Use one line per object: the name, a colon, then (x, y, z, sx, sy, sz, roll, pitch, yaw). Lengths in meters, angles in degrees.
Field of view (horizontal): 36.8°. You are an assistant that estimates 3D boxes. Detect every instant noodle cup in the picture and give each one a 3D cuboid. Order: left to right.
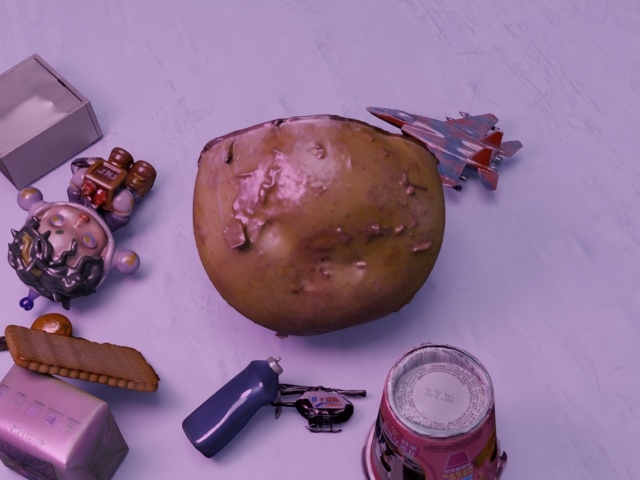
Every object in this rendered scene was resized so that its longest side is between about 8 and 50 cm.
instant noodle cup: (0.181, 0.295, 1.519, 0.244, 0.255, 0.243, -1, 54, 2)

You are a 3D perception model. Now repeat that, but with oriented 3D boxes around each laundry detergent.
laundry detergent: (-0.141, 0.276, 1.652, 0.206, 0.061, 0.097, -42, 30, -6)

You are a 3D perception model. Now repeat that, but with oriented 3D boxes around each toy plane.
toy plane: (-0.020, 0.287, 1.674, 0.197, 0.053, 0.078, 2, 46, 6)
toy plane: (0.239, -0.208, 1.982, 0.326, 0.104, 0.223, 21, 57, 25)

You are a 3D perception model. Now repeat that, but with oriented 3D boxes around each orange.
orange: (-0.501, 0.173, 1.789, 0.085, 0.085, 0.085, -3, 53, 4)

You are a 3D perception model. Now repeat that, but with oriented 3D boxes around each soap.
soap: (-0.445, 0.325, 1.604, 0.199, 0.182, 0.138, 22, 58, 19)

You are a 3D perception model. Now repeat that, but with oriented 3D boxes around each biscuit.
biscuit: (-0.412, 0.206, 1.664, 0.255, 0.029, 0.172, 15, 8, -28)

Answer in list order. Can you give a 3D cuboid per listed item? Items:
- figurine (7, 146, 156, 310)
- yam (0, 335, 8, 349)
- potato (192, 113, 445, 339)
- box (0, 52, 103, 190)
figurine: (-0.456, -0.030, 1.874, 0.261, 0.186, 0.382, 24, 53, 9)
yam: (-0.634, 0.197, 1.817, 0.130, 0.033, 0.027, -7, 80, 6)
potato: (0.000, 0.000, 1.686, 0.442, 0.385, 0.319, -9, 67, 13)
box: (-0.640, -0.260, 2.100, 0.225, 0.117, 0.225, -38, 58, -20)
